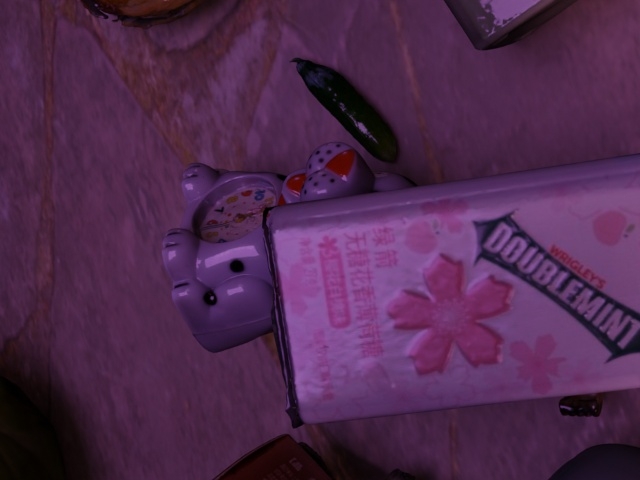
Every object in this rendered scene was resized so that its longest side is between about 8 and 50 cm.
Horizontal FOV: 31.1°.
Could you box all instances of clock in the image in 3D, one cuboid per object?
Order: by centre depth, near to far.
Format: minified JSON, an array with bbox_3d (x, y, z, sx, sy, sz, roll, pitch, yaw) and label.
[{"bbox_3d":[-0.004,-0.001,1.096,0.254,0.189,0.189,-12,86,25],"label":"clock"}]

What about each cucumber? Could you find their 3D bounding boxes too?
[{"bbox_3d":[0.023,-0.136,1.138,0.155,0.037,0.037,47,114,19],"label":"cucumber"}]

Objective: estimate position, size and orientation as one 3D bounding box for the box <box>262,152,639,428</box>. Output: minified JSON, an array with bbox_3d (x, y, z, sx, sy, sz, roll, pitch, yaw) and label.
[{"bbox_3d":[0.140,0.038,0.943,0.369,0.112,0.190,-7,93,11],"label":"box"}]

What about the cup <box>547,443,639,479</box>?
[{"bbox_3d":[0.296,0.268,0.881,0.274,0.259,0.357,28,91,27],"label":"cup"}]

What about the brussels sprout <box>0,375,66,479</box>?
[{"bbox_3d":[-0.465,0.263,1.299,0.354,0.289,0.281,39,114,-5],"label":"brussels sprout"}]

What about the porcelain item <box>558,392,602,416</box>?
[{"bbox_3d":[0.232,0.047,1.011,0.084,0.054,0.213,-1,91,33],"label":"porcelain item"}]

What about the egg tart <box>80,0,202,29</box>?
[{"bbox_3d":[-0.176,-0.364,1.217,0.278,0.095,0.279,6,101,32],"label":"egg tart"}]

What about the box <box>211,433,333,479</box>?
[{"bbox_3d":[-0.012,0.438,1.081,0.385,0.122,0.344,44,126,15],"label":"box"}]

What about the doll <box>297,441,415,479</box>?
[{"bbox_3d":[0.012,0.328,1.147,0.286,0.091,0.203,-53,56,24],"label":"doll"}]

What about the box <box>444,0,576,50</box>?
[{"bbox_3d":[0.189,-0.263,0.972,0.210,0.148,0.129,-33,87,28],"label":"box"}]
